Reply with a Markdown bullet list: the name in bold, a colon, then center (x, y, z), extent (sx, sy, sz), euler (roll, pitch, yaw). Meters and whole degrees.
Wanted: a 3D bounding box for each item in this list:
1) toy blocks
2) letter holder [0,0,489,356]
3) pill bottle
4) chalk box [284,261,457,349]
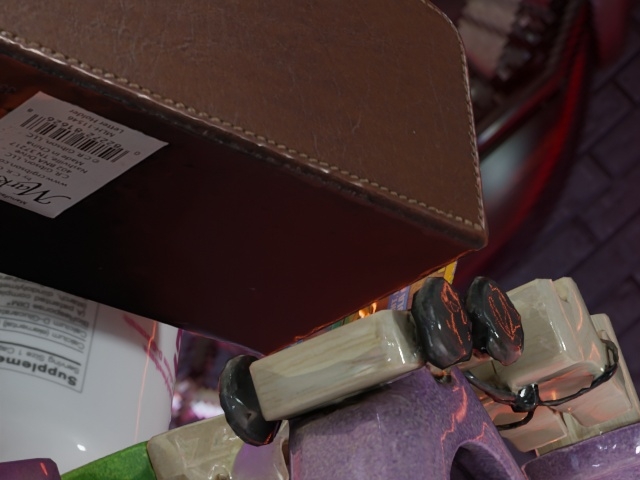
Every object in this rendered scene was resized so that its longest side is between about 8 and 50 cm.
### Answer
- **toy blocks**: center (-0.002, 0.185, 0.542), extent (0.309, 0.260, 0.288), euler (-24, 167, 27)
- **letter holder**: center (-0.092, -0.106, 0.732), extent (0.301, 0.214, 0.152), euler (21, 145, -37)
- **pill bottle**: center (-0.155, 0.083, 0.865), extent (0.160, 0.283, 0.160), euler (3, 136, 2)
- **chalk box**: center (0.000, 0.000, 1.224), extent (0.213, 0.132, 0.132), euler (-21, 130, -56)
